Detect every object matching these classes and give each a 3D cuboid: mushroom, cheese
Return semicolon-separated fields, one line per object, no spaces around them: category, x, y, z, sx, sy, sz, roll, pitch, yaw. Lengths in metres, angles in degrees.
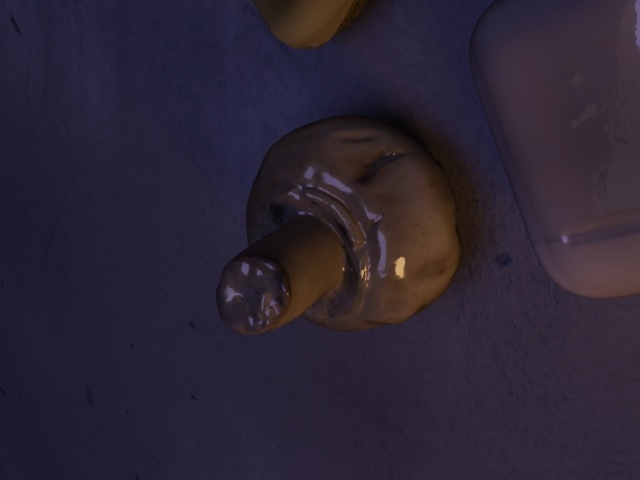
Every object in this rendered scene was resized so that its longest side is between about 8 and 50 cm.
mushroom;0.000;0.000;1.136;0.314;0.336;0.314;14;115;32
cheese;-0.003;-0.407;1.097;0.259;0.128;0.316;58;136;11

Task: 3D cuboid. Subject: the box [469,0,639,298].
box;0.311;-0.117;0.907;0.289;0.141;0.349;-16;96;47
